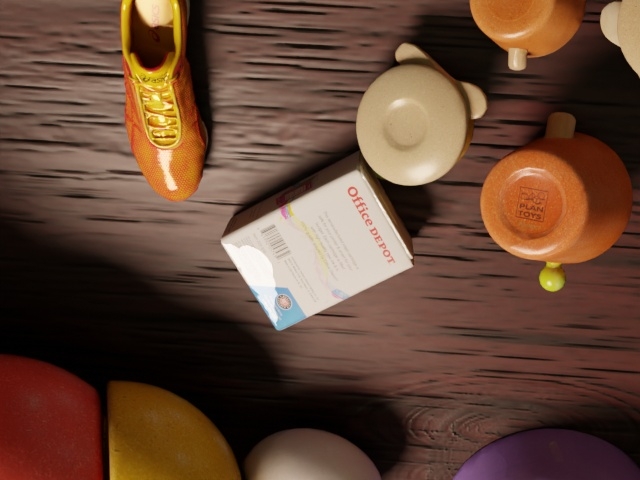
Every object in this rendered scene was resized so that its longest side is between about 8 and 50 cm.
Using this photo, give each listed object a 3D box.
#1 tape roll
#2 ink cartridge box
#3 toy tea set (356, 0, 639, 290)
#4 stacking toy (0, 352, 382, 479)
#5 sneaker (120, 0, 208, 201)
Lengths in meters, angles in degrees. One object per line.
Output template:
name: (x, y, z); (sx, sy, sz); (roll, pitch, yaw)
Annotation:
tape roll: (0.197, 0.260, 0.830); (0.188, 0.080, 0.189); (2, 111, 4)
ink cartridge box: (0.000, 0.000, 0.756); (0.122, 0.052, 0.089); (-26, 108, 15)
toy tea set: (0.188, -0.132, 0.677); (0.200, 0.124, 0.336); (47, 115, 18)
stacking toy: (-0.181, 0.211, 0.761); (0.479, 0.351, 0.351); (-4, 112, -11)
sneaker: (-0.121, -0.108, 0.716); (0.064, 0.067, 0.175); (-4, 113, 5)
